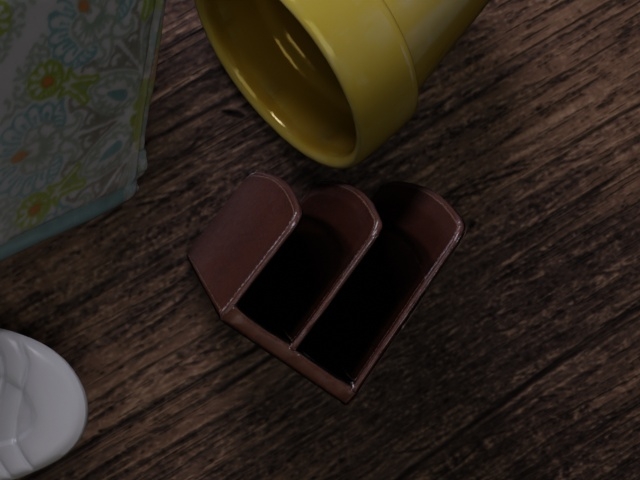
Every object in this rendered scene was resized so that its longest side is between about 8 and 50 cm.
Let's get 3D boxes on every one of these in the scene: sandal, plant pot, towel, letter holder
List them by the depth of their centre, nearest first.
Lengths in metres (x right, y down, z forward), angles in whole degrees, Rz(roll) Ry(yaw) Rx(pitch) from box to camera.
[{"bbox_3d":[-0.299,-0.124,1.239,0.374,0.090,0.321,-29,144,-41],"label":"towel"},{"bbox_3d":[0.000,0.000,1.354,0.152,0.302,0.214,36,92,-15],"label":"letter holder"},{"bbox_3d":[0.039,-0.242,1.361,0.239,0.254,0.254,-41,106,-19],"label":"plant pot"},{"bbox_3d":[-0.445,0.177,1.408,0.416,0.102,0.169,-6,87,2],"label":"sandal"}]
